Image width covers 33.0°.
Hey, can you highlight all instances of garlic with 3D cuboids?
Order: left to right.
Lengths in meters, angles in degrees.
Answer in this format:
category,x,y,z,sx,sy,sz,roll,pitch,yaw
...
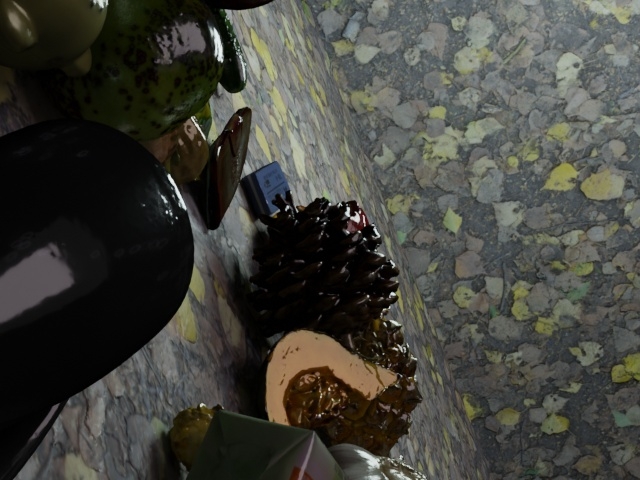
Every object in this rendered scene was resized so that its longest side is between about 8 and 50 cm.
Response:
category,x,y,z,sx,sy,sz,roll,pitch,yaw
garlic,0.087,0.415,1.660,0.257,0.207,0.207,63,12,-63

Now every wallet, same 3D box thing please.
category,x,y,z,sx,sy,sz,roll,pitch,yaw
wallet,-0.146,-0.125,1.714,0.255,0.031,0.137,-77,175,-65

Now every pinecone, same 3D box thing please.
category,x,y,z,sx,sy,sz,roll,pitch,yaw
pinecone,0.006,0.050,1.695,0.243,0.243,0.257,-30,121,-78

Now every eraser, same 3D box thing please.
category,x,y,z,sx,sy,sz,roll,pitch,yaw
eraser,-0.097,-0.095,1.994,0.225,0.036,0.082,-47,115,-76

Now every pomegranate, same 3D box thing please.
category,x,y,z,sx,sy,sz,roll,pitch,yaw
pomegranate,-0.232,-0.190,1.260,0.204,0.276,0.222,33,44,-4

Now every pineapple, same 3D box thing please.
category,x,y,z,sx,sy,sz,roll,pitch,yaw
pineapple,0.082,0.241,1.842,0.158,0.161,0.334,16,79,-57

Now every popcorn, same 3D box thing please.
category,x,y,z,sx,sy,sz,roll,pitch,yaw
popcorn,-0.133,0.226,1.233,0.083,0.082,0.057,-63,-179,-9

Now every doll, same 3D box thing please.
category,x,y,z,sx,sy,sz,roll,pitch,yaw
doll,-0.306,-0.289,1.057,0.177,0.161,0.261,19,50,-77

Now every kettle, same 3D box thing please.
category,x,y,z,sx,sy,sz,roll,pitch,yaw
kettle,-0.236,0.067,0.797,0.290,0.207,0.268,-54,152,-69

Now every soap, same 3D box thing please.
category,x,y,z,sx,sy,sz,roll,pitch,yaw
soap,-0.059,0.313,1.161,0.182,0.138,0.199,-65,145,-30

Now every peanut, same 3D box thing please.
category,x,y,z,sx,sy,sz,roll,pitch,yaw
peanut,-0.225,-0.175,1.410,0.226,0.095,0.108,62,-18,-16

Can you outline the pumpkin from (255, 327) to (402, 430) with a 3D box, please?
category,x,y,z,sx,sy,sz,roll,pitch,yaw
pumpkin,-0.020,0.198,1.616,0.278,0.111,0.163,-29,103,-43

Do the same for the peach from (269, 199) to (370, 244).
category,x,y,z,sx,sy,sz,roll,pitch,yaw
peach,0.000,0.000,1.926,0.190,0.196,0.226,40,-10,36

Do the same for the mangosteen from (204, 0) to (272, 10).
category,x,y,z,sx,sy,sz,roll,pitch,yaw
mangosteen,-0.147,-0.543,1.860,0.311,0.311,0.311,-19,90,-78

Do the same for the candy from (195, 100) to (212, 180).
category,x,y,z,sx,sy,sz,roll,pitch,yaw
candy,-0.212,-0.228,1.550,0.187,0.081,0.297,-39,118,-76

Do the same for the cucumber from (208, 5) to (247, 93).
category,x,y,z,sx,sy,sz,roll,pitch,yaw
cucumber,-0.186,-0.372,1.956,0.069,0.069,0.227,8,61,-77
